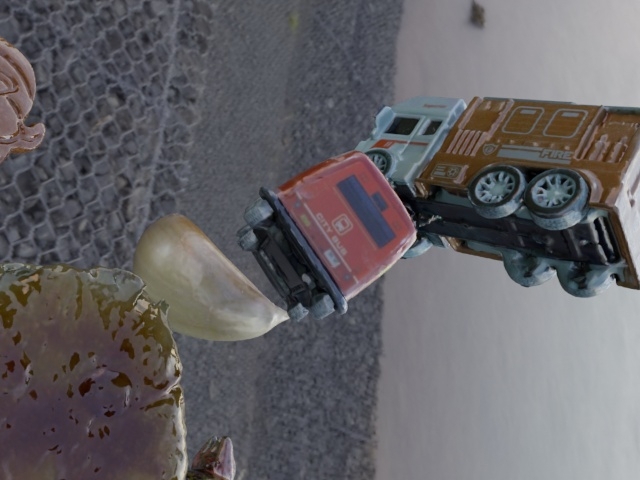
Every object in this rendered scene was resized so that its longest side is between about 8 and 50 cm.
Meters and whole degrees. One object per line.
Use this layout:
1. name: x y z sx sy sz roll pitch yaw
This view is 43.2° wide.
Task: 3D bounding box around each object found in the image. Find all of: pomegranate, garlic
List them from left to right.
1. garlic: -0.159 0.052 1.102 0.164 0.245 0.145 -7 125 -51
2. pomegranate: -0.139 0.323 0.989 0.138 0.126 0.163 38 75 -31

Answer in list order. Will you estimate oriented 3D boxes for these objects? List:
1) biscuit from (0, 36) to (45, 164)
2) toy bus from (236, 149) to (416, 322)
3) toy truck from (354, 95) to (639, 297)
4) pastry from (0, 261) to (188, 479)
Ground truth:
1. biscuit: -0.163 -0.065 0.369 0.078 0.015 0.091 29 47 -29
2. toy bus: 0.000 0.000 0.498 0.077 0.174 0.079 -35 89 -11
3. toy truck: 0.179 -0.063 0.806 0.162 0.305 0.136 -58 137 -21
4. pastry: -0.172 0.108 0.485 0.182 0.093 0.192 2 77 -34
